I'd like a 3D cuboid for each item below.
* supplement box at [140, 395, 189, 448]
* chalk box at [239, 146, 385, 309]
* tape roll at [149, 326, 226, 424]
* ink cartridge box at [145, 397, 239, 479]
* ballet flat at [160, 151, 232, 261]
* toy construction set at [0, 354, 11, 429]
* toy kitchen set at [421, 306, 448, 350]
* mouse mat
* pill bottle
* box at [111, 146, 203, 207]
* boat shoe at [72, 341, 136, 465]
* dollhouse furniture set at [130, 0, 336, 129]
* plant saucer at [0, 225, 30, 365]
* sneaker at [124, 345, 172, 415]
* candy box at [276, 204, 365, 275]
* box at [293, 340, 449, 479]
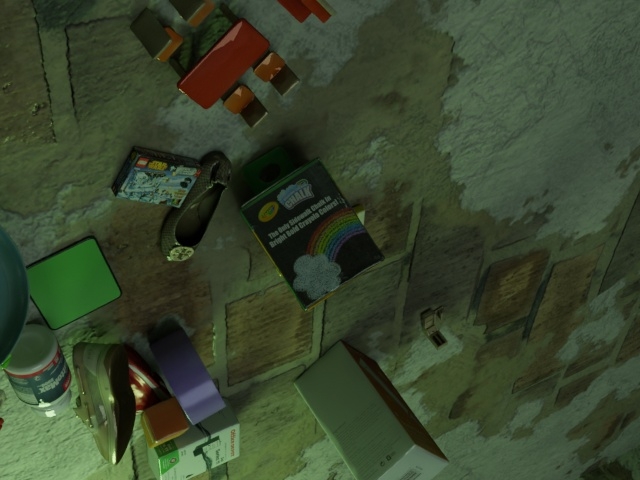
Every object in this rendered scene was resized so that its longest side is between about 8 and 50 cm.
[{"bbox_3d":[-0.338,0.393,2.021,0.078,0.080,0.233,-22,169,-18],"label":"supplement box"},{"bbox_3d":[-0.034,-0.033,1.770,0.180,0.289,0.179,-32,176,-4],"label":"chalk box"},{"bbox_3d":[-0.273,0.279,1.940,0.080,0.189,0.189,-28,143,-10],"label":"tape roll"},{"bbox_3d":[-0.298,0.479,2.221,0.208,0.087,0.153,-21,141,-22],"label":"ink cartridge box"},{"bbox_3d":[-0.225,-0.050,1.734,0.084,0.058,0.250,5,126,-42],"label":"ballet flat"},{"bbox_3d":[-0.622,0.179,1.485,0.151,0.327,0.215,-53,-174,39],"label":"toy construction set"},{"bbox_3d":[0.311,0.223,2.455,0.068,0.075,0.083,-29,147,-13],"label":"toy kitchen set"},{"bbox_3d":[-0.456,0.081,1.730,0.152,0.007,0.190,-27,144,-13],"label":"mouse mat"},{"bbox_3d":[-0.527,0.250,1.768,0.108,0.108,0.180,-24,142,-17],"label":"pill bottle"},{"bbox_3d":[-0.285,-0.109,1.647,0.137,0.027,0.094,9,125,-45],"label":"box"},{"bbox_3d":[-0.435,0.322,1.872,0.098,0.109,0.302,9,127,9],"label":"boat shoe"},{"bbox_3d":[-0.115,-0.314,1.474,0.259,0.135,0.262,-45,143,10],"label":"dollhouse furniture set"},{"bbox_3d":[-0.604,0.084,1.417,0.317,0.318,0.043,-16,176,-27],"label":"plant saucer"},{"bbox_3d":[-0.402,0.312,1.959,0.128,0.087,0.221,-35,142,-6],"label":"sneaker"},{"bbox_3d":[0.000,0.000,1.999,0.206,0.027,0.105,-21,138,-21],"label":"candy box"},{"bbox_3d":[0.123,0.446,2.313,0.168,0.345,0.215,-43,143,7],"label":"box"}]
